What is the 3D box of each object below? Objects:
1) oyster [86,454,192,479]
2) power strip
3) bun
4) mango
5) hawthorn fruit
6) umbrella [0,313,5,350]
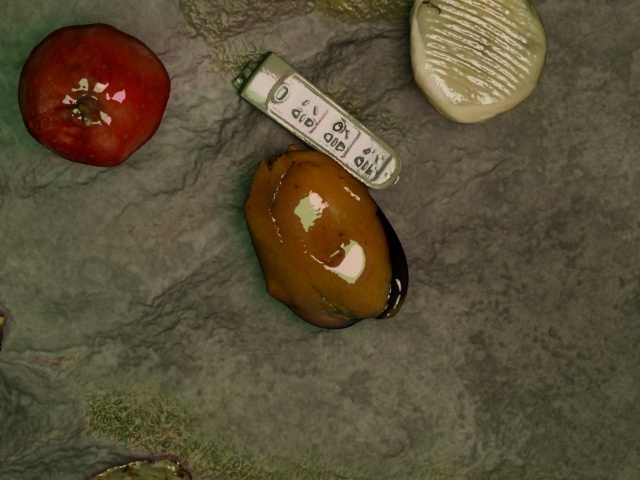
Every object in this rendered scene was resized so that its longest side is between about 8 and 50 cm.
[{"bbox_3d":[-0.274,0.379,1.930,0.177,0.056,0.105,-12,93,-8],"label":"oyster"},{"bbox_3d":[0.004,-0.166,1.903,0.286,0.048,0.080,37,92,-13],"label":"power strip"},{"bbox_3d":[0.220,-0.278,1.886,0.210,0.116,0.237,14,81,-8],"label":"bun"},{"bbox_3d":[0.000,0.000,1.870,0.201,0.152,0.287,-26,102,-8],"label":"mango"},{"bbox_3d":[-0.302,-0.191,1.743,0.205,0.253,0.205,-2,101,-10],"label":"hawthorn fruit"},{"bbox_3d":[-0.483,0.172,1.875,0.040,0.037,0.144,21,97,2],"label":"umbrella"}]
